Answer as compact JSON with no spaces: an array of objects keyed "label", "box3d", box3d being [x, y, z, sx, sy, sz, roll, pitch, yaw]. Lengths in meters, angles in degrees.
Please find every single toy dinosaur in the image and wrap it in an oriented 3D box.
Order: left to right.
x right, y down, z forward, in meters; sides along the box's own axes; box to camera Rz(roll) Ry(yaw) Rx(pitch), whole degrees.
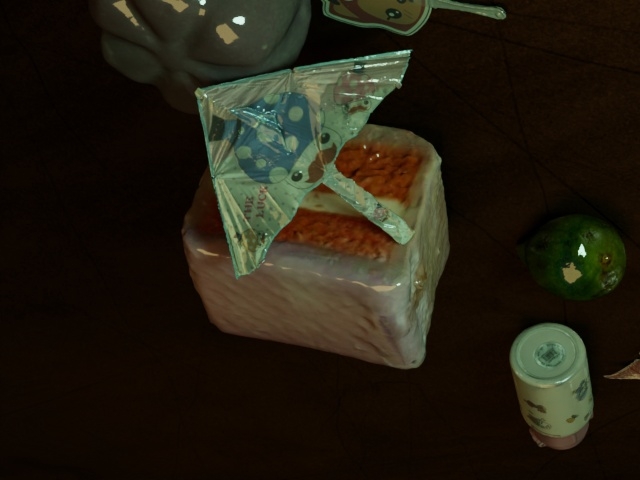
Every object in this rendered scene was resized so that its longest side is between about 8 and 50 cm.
[{"label":"toy dinosaur","box3d":[0.497,0.176,2.181,0.220,0.032,0.108,-9,137,34]}]

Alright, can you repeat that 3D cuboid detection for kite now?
[{"label":"kite","box3d":[-0.009,-0.089,1.746,0.314,0.011,0.335,33,108,-22]}]

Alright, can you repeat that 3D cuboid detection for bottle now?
[{"label":"bottle","box3d":[0.340,0.222,2.256,0.110,0.110,0.233,6,147,20]}]

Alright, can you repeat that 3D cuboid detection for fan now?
[{"label":"fan","box3d":[0.097,-0.266,1.708,0.220,0.009,0.132,11,151,14]}]

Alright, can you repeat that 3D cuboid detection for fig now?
[{"label":"fig","box3d":[0.304,0.025,1.982,0.117,0.117,0.177,36,155,-28]}]

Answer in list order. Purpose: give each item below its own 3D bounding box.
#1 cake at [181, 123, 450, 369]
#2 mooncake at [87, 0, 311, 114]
[{"label":"cake","box3d":[0.000,0.000,1.959,0.309,0.237,0.230,11,148,13]},{"label":"mooncake","box3d":[-0.137,-0.250,1.745,0.245,0.133,0.245,19,151,11]}]
